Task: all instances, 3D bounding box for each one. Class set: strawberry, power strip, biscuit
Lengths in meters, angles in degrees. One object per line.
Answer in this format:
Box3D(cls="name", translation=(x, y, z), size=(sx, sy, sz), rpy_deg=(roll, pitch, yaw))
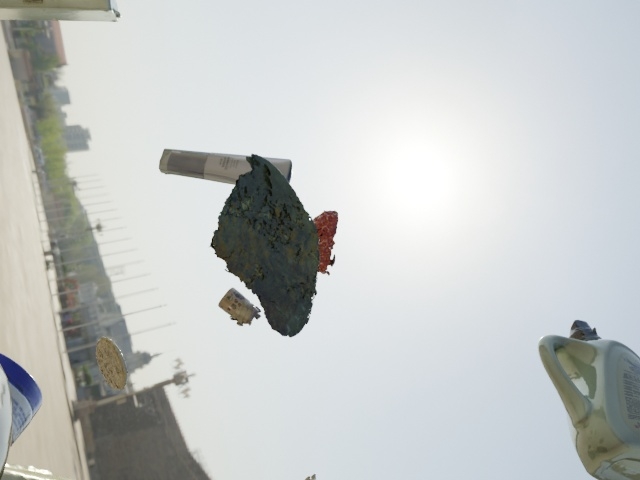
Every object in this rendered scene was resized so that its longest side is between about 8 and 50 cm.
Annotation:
Box3D(cls="strawberry", translation=(0.000, 0.000, 1.339), size=(0.188, 0.082, 0.121), rpy_deg=(-82, -175, -46))
Box3D(cls="power strip", translation=(-0.561, -0.435, 0.964), size=(0.106, 0.367, 0.043), rpy_deg=(-144, -130, -74))
Box3D(cls="biscuit", translation=(-0.554, 0.327, 1.396), size=(0.152, 0.020, 0.152), rpy_deg=(14, -69, 40))

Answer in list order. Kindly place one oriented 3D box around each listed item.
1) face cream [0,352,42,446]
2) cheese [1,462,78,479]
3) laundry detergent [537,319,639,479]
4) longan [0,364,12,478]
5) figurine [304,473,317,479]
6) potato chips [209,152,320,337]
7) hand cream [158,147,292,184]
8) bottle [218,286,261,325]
Box3D(cls="face cream", translation=(-0.619, 0.288, 0.932), size=(0.111, 0.206, 0.206), rpy_deg=(-76, 177, -52))
Box3D(cls="cheese", translation=(-0.435, 0.425, 0.690), size=(0.384, 0.104, 0.384), rpy_deg=(6, 90, -76))
Box3D(cls="laundry detergent", translation=(0.435, 0.228, 0.807), size=(0.280, 0.215, 0.105), rpy_deg=(-93, -153, -51))
Box3D(cls="longan", translation=(-0.451, 0.170, 0.433), size=(0.361, 0.361, 0.361), rpy_deg=(36, -48, 54))
Box3D(cls="figurine", translation=(-0.029, 0.580, 1.204), size=(0.050, 0.047, 0.083), rpy_deg=(46, -72, 34))
Box3D(cls="potato chips", translation=(-0.058, 0.008, 0.599), size=(0.026, 0.142, 0.209), rpy_deg=(3, -87, 56))
Box3D(cls="hand cream", translation=(-0.182, -0.137, 1.017), size=(0.048, 0.255, 0.079), rpy_deg=(85, 13, -65))
Box3D(cls="bottle", translation=(-0.291, 0.250, 1.921), size=(0.152, 0.099, 0.099), rpy_deg=(38, -34, 2))
